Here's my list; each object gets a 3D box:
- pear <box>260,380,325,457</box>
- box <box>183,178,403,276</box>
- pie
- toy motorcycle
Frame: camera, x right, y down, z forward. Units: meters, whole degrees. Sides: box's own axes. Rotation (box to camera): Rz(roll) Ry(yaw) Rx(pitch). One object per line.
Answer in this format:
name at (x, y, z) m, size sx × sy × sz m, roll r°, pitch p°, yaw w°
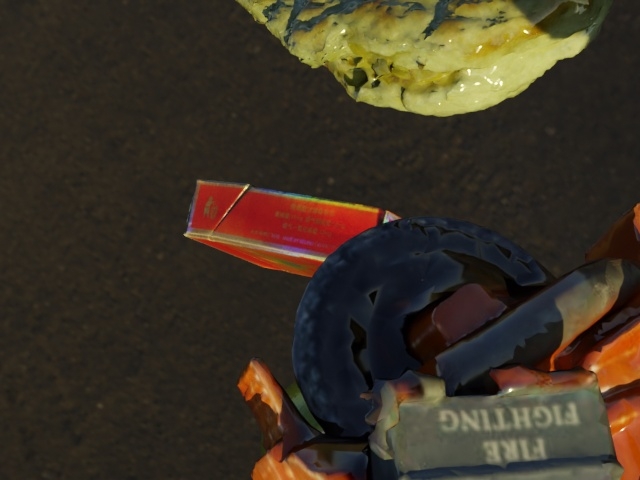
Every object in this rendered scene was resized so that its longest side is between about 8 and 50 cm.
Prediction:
pear at (0.028, 0.225, 1.541) m, size 0.187 × 0.187 × 0.219 m, roll -42°, pitch 5°, yaw 13°
box at (0.000, -0.001, 1.046) m, size 0.175 × 0.112 × 0.048 m, roll 11°, pitch 82°, yaw 35°
pie at (0.050, -0.152, 0.792) m, size 0.201 × 0.090 × 0.248 m, roll -22°, pitch 40°, yaw -8°
toy motorcycle at (0.142, 0.091, 0.428) m, size 0.148 × 0.326 × 0.221 m, roll 120°, pitch 145°, yaw -62°
